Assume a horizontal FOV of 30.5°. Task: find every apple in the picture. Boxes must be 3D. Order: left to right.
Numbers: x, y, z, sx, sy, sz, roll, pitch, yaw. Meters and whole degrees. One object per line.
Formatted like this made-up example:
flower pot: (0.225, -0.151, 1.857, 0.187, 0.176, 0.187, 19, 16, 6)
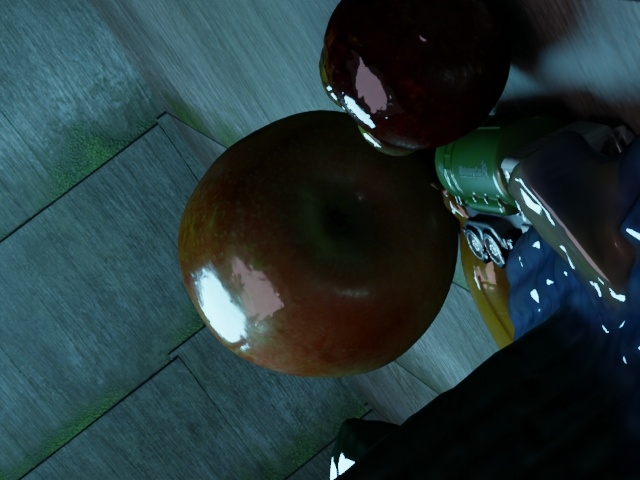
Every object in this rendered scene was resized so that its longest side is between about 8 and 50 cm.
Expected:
apple: (0.000, 0.000, 1.341, 0.319, 0.319, 0.277, 49, 153, 14)

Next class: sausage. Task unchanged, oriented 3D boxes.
sausage: (0.204, 0.054, 1.173, 0.328, 0.112, 0.112, 57, 169, -26)

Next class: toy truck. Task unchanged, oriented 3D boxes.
toy truck: (0.176, -0.047, 0.981, 0.125, 0.101, 0.242, 66, 170, -12)

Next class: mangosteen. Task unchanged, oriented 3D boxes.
mangosteen: (0.067, -0.128, 0.945, 0.156, 0.146, 0.181, 32, 135, -5)

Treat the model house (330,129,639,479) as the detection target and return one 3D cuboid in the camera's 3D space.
model house: (0.183, 0.161, 0.697, 0.400, 0.445, 0.395, 49, 172, 3)
